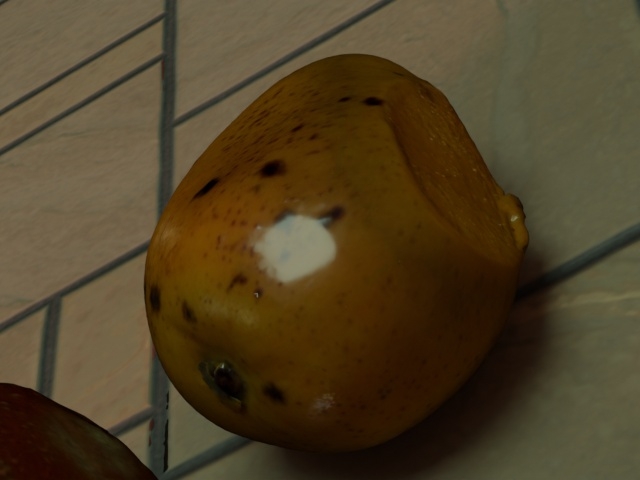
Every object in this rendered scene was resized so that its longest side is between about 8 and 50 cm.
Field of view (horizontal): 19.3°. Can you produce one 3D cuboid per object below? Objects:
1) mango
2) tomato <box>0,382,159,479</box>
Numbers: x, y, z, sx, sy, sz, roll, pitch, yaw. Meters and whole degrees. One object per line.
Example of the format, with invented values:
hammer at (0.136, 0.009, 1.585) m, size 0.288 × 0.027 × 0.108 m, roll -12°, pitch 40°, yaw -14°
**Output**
mango at (0.000, 0.000, 0.997) m, size 0.191 × 0.160 × 0.290 m, roll -35°, pitch 24°, yaw 22°
tomato at (-0.186, 0.193, 0.830) m, size 0.303 × 0.239 × 0.303 m, roll -30°, pitch 26°, yaw 16°
